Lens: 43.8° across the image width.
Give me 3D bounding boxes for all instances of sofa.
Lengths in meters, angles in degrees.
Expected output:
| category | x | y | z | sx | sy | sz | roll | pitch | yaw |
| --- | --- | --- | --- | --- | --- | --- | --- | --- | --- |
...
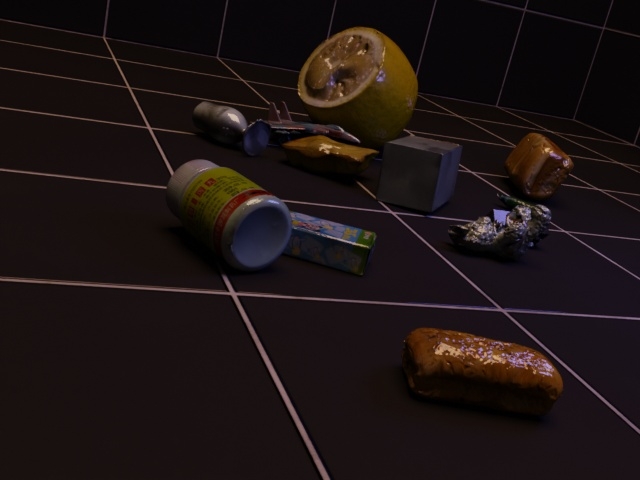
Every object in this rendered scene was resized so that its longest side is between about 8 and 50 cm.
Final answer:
| category | x | y | z | sx | sy | sz | roll | pitch | yaw |
| --- | --- | --- | --- | --- | --- | --- | --- | --- | --- |
| sofa | 0.445 | -0.022 | 1.842 | 0.147 | 0.060 | 0.085 | 7 | -24 | -19 |

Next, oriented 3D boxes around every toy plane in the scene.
| category | x | y | z | sx | sy | sz | roll | pitch | yaw |
| --- | --- | --- | --- | --- | --- | --- | --- | --- | --- |
| toy plane | -0.031 | -0.301 | 2.240 | 0.326 | 0.104 | 0.223 | 26 | 23 | 27 |

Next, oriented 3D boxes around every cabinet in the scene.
| category | x | y | z | sx | sy | sz | roll | pitch | yaw |
| --- | --- | --- | --- | --- | --- | --- | --- | --- | --- |
| cabinet | 0.248 | -0.169 | 1.976 | 0.145 | 0.150 | 0.206 | 14 | 18 | 20 |

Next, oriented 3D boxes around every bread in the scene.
| category | x | y | z | sx | sy | sz | roll | pitch | yaw |
| --- | --- | --- | --- | --- | --- | --- | --- | --- | --- |
| bread | 0.219 | 0.176 | 1.089 | 0.211 | 0.083 | 0.114 | 12 | 15 | -8 |
| bread | 0.643 | -0.220 | 2.374 | 0.132 | 0.167 | 0.294 | 36 | 17 | -4 |
| bread | 0.023 | -0.219 | 2.076 | 0.233 | 0.088 | 0.161 | 18 | 15 | 23 |

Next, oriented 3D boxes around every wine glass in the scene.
| category | x | y | z | sx | sy | sz | roll | pitch | yaw |
| --- | --- | --- | --- | --- | --- | --- | --- | --- | --- |
| wine glass | -0.240 | -0.303 | 2.105 | 0.222 | 0.103 | 0.103 | 27 | 23 | 34 |

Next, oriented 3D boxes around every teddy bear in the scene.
| category | x | y | z | sx | sy | sz | roll | pitch | yaw |
| --- | --- | --- | --- | --- | --- | --- | --- | --- | --- |
| teddy bear | 0.385 | -0.006 | 1.711 | 0.213 | 0.111 | 0.133 | -15 | 2 | -8 |

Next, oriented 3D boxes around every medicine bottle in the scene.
| category | x | y | z | sx | sy | sz | roll | pitch | yaw |
| --- | --- | --- | --- | --- | --- | --- | --- | --- | --- |
| medicine bottle | -0.163 | -0.048 | 1.379 | 0.139 | 0.139 | 0.225 | -3 | 25 | -40 |

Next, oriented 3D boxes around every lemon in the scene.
| category | x | y | z | sx | sy | sz | roll | pitch | yaw |
| --- | --- | --- | --- | --- | --- | --- | --- | --- | --- |
| lemon | 0.134 | -0.433 | 2.393 | 0.364 | 0.364 | 0.364 | 12 | 19 | -4 |

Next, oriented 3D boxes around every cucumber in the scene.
| category | x | y | z | sx | sy | sz | roll | pitch | yaw |
| --- | --- | --- | --- | --- | --- | --- | --- | --- | --- |
| cucumber | 0.535 | -0.088 | 2.113 | 0.155 | 0.037 | 0.037 | 27 | 23 | 30 |

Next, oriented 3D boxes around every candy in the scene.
| category | x | y | z | sx | sy | sz | roll | pitch | yaw |
| --- | --- | --- | --- | --- | --- | --- | --- | --- | --- |
| candy | 0.000 | 0.000 | 1.469 | 0.195 | 0.062 | 0.097 | 15 | 18 | 7 |
